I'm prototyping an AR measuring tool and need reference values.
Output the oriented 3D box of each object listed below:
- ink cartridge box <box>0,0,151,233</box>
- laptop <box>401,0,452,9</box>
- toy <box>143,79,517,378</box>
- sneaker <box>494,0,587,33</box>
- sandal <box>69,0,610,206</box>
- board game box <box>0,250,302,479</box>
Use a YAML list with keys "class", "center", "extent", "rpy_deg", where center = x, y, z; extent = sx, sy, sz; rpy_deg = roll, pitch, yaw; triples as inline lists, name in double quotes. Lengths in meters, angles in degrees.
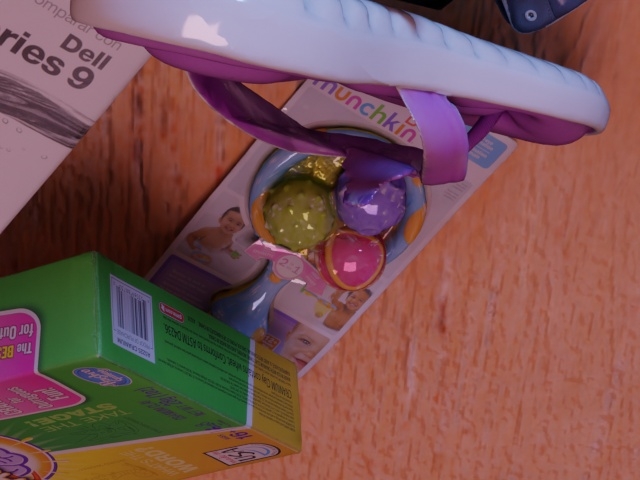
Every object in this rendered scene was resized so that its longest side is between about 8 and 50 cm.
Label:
- class: "ink cartridge box"
  center: [-0.225, -0.126, 1.058]
  extent: [0.211, 0.121, 0.289]
  rpy_deg: [30, 123, -23]
- class: "laptop"
  center: [-0.017, -0.274, 0.886]
  extent: [0.234, 0.264, 0.136]
  rpy_deg: [13, 149, -11]
- class: "toy"
  center: [0.000, 0.000, 1.203]
  extent: [0.137, 0.056, 0.237]
  rpy_deg: [29, 123, -23]
- class: "sneaker"
  center: [0.058, -0.182, 1.037]
  extent: [0.226, 0.086, 0.163]
  rpy_deg: [-9, 126, 6]
- class: "sandal"
  center: [0.008, -0.073, 0.989]
  extent: [0.416, 0.169, 0.102]
  rpy_deg: [9, 99, -56]
- class: "board game box"
  center: [-0.206, 0.108, 1.192]
  extent: [0.317, 0.064, 0.242]
  rpy_deg: [-16, 155, 24]
